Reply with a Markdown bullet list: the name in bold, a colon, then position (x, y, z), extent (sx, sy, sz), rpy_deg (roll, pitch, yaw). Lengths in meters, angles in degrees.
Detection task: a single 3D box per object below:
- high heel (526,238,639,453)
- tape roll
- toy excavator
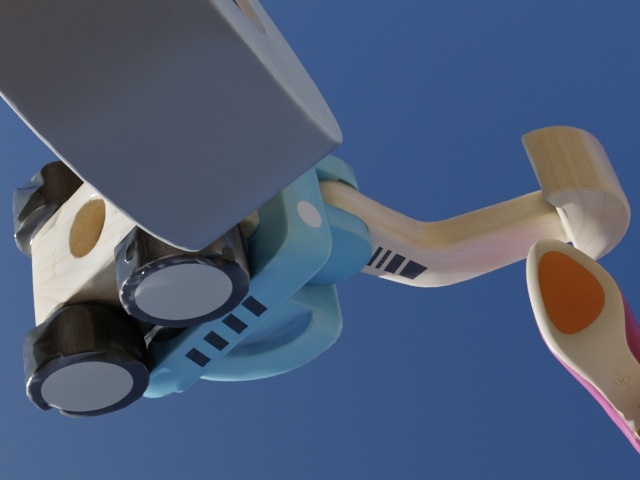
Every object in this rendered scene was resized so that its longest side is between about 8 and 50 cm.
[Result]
- **high heel**: position (0.269, 0.106, 1.151), extent (0.082, 0.117, 0.244), rpy_deg (-40, -114, 8)
- **tape roll**: position (-0.083, -0.104, 0.486), extent (0.072, 0.219, 0.219), rpy_deg (-35, -120, 8)
- **toy excavator**: position (0.000, 0.000, 1.182), extent (0.445, 0.433, 0.222), rpy_deg (20, -139, -38)
